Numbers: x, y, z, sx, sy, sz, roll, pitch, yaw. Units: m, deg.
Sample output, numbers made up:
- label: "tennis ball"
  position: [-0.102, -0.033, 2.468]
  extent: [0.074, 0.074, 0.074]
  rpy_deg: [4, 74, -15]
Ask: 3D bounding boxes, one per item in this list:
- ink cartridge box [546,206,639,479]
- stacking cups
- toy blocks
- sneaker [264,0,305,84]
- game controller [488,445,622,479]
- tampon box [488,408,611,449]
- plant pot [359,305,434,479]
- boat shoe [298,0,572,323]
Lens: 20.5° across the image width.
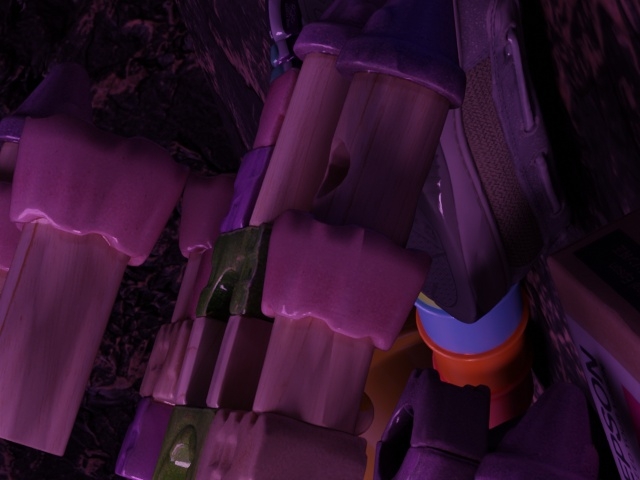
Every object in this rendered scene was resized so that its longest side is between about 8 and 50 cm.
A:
- label: "ink cartridge box"
  position: [0.195, 0.116, 0.718]
  extent: [0.234, 0.088, 0.193]
  rpy_deg: [67, 173, -24]
- label: "stacking cups"
  position: [0.106, 0.032, 1.205]
  extent: [0.096, 0.096, 0.316]
  rpy_deg: [61, 177, 36]
- label: "toy blocks"
  position: [0.000, 0.000, 0.812]
  extent: [0.288, 0.309, 0.260]
  rpy_deg: [166, 122, -72]
- label: "sneaker"
  position: [0.024, -0.080, 1.047]
  extent: [0.083, 0.098, 0.223]
  rpy_deg: [35, -137, -54]
- label: "game controller"
  position: [0.166, 0.191, 0.929]
  extent: [0.319, 0.166, 0.067]
  rpy_deg: [-127, 33, -63]
- label: "tampon box"
  position: [0.130, 0.197, 1.227]
  extent: [0.120, 0.161, 0.101]
  rpy_deg: [79, 165, -61]
- label: "plant pot"
  position: [0.063, 0.195, 1.530]
  extent: [0.239, 0.254, 0.254]
  rpy_deg: [42, 162, 30]
- label: "boat shoe"
  position: [0.069, -0.092, 0.921]
  extent: [0.118, 0.103, 0.320]
  rpy_deg: [38, 155, 43]
